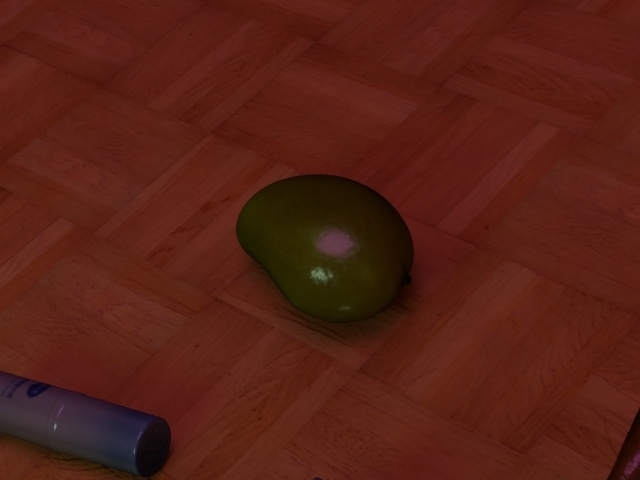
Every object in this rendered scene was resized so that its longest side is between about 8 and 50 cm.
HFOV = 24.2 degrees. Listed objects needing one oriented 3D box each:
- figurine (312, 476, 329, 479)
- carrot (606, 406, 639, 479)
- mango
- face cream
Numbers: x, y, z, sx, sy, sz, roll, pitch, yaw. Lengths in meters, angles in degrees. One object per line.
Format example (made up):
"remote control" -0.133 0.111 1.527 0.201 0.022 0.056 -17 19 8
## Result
"figurine" -0.041 0.341 1.608 0.153 0.132 0.132 -22 41 10
"carrot" 0.335 0.260 1.625 0.061 0.061 0.210 19 57 32
"mango" 0.009 -0.003 1.925 0.185 0.149 0.273 -29 40 -12
"face cream" -0.305 0.223 1.822 0.250 0.077 0.077 12 49 26
